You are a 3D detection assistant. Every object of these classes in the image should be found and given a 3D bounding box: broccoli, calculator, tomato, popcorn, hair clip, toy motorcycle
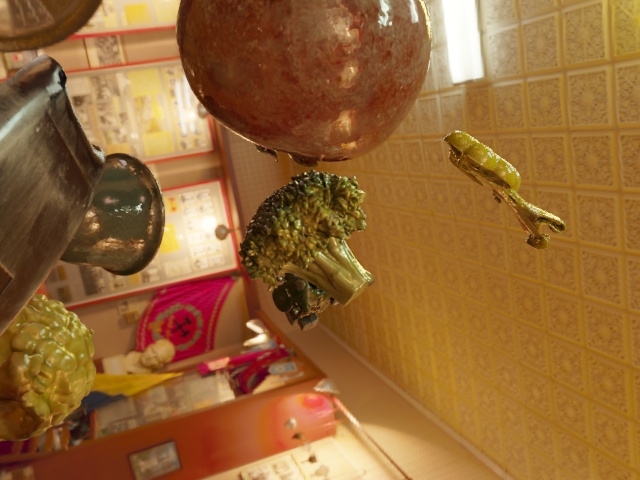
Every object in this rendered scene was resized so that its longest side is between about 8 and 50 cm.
[{"bbox_3d":[0.000,0.000,1.081,0.243,0.263,0.247,48,16,7],"label":"broccoli"},{"bbox_3d":[-0.270,-0.018,0.508,0.177,0.040,0.268,89,22,-61],"label":"calculator"},{"bbox_3d":[-0.020,-0.242,0.751,0.316,0.317,0.282,57,-48,47],"label":"tomato"},{"bbox_3d":[-0.468,0.204,0.932,0.205,0.237,0.251,51,-9,-5],"label":"popcorn"},{"bbox_3d":[0.203,-0.059,0.664,0.173,0.046,0.072,42,8,-15],"label":"hair clip"},{"bbox_3d":[-0.039,0.149,1.543,0.124,0.187,0.274,63,-21,22],"label":"toy motorcycle"}]

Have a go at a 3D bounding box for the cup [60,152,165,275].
[{"bbox_3d":[-0.357,-0.037,0.899,0.199,0.150,0.198,2,-85,31],"label":"cup"}]
